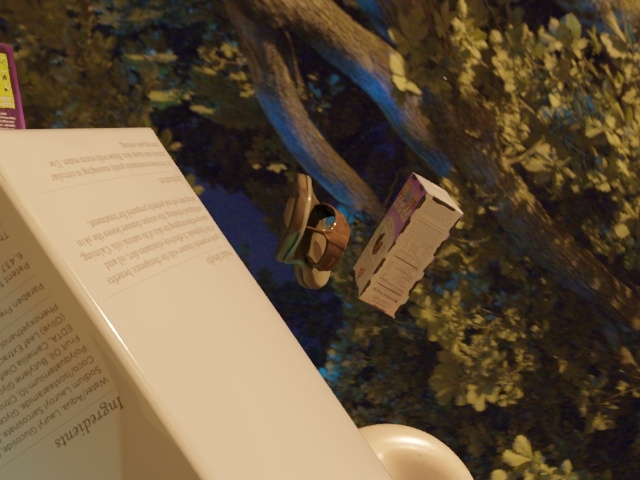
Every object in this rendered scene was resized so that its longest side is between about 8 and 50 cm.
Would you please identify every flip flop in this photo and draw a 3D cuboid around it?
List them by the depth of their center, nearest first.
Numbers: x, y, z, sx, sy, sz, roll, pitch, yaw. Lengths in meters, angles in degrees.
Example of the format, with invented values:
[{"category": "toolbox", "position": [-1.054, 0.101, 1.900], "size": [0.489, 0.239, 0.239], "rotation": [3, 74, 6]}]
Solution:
[{"category": "flip flop", "position": [0.000, 0.000, 1.074], "size": [0.080, 0.277, 0.112], "rotation": [10, -108, 11]}]

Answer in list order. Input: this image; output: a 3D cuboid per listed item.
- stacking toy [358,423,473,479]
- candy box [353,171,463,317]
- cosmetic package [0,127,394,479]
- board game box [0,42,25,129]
[{"category": "stacking toy", "position": [-0.008, 0.435, 1.315], "size": [0.480, 0.350, 0.351], "rotation": [-6, -106, 62]}, {"category": "candy box", "position": [0.133, 0.004, 1.348], "size": [0.070, 0.165, 0.196], "rotation": [29, -77, -9]}, {"category": "cosmetic package", "position": [-0.081, 0.126, 0.463], "size": [0.155, 0.197, 0.366], "rotation": [-34, -92, 14]}, {"category": "board game box", "position": [-0.485, -0.157, 1.039], "size": [0.056, 0.347, 0.208], "rotation": [-12, -89, 16]}]
